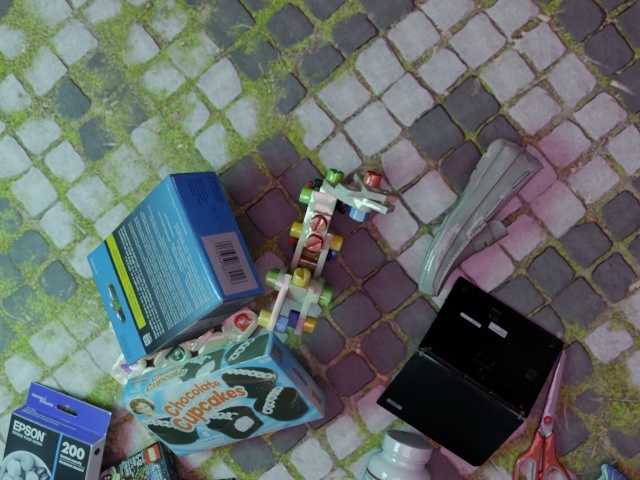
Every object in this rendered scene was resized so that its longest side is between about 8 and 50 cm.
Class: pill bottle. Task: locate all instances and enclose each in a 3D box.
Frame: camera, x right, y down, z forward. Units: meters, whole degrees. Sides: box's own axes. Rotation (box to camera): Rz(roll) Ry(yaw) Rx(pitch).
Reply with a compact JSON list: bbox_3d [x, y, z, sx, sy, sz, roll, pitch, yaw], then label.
[{"bbox_3d":[0.134,0.467,1.465,0.121,0.121,0.216,17,94,4],"label":"pill bottle"}]

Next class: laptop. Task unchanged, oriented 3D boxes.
[{"bbox_3d":[0.280,0.249,1.496,0.234,0.136,0.264,33,70,2],"label":"laptop"}]

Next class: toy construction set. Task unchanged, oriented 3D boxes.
[{"bbox_3d":[0.000,0.000,1.396,0.151,0.215,0.327,32,108,-2],"label":"toy construction set"}]

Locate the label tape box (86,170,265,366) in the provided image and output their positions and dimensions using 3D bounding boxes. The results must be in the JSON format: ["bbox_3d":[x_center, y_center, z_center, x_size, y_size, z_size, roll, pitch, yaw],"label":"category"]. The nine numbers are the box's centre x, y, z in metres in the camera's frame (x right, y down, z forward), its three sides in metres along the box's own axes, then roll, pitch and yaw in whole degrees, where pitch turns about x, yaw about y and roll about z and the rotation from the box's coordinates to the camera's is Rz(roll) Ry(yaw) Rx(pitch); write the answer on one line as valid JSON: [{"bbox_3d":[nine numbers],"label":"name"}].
[{"bbox_3d":[-0.272,0.057,1.441,0.334,0.106,0.240,-34,74,42],"label":"label tape box"}]

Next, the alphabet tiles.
[{"bbox_3d":[-0.263,0.202,1.534,0.284,0.021,0.278,39,96,2],"label":"alphabet tiles"}]

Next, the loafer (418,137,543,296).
[{"bbox_3d":[0.284,-0.030,1.431,0.111,0.112,0.319,31,95,11],"label":"loafer"}]

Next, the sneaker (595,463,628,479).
[{"bbox_3d":[0.480,0.496,1.466,0.211,0.080,0.081,-35,83,-4],"label":"sneaker"}]

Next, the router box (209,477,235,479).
[{"bbox_3d":[-0.205,0.527,1.538,0.092,0.038,0.122,-8,92,5],"label":"router box"}]

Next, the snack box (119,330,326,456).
[{"bbox_3d":[-0.175,0.283,1.425,0.322,0.060,0.187,-21,125,23],"label":"snack box"}]

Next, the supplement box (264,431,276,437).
[{"bbox_3d":[-0.101,0.325,1.516,0.055,0.043,0.083,-32,91,8],"label":"supplement box"}]

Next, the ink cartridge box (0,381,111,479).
[{"bbox_3d":[-0.513,0.401,1.527,0.206,0.045,0.208,14,94,22],"label":"ink cartridge box"}]

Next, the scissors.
[{"bbox_3d":[0.412,0.352,1.485,0.109,0.021,0.297,-2,94,7],"label":"scissors"}]

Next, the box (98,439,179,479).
[{"bbox_3d":[-0.330,0.514,1.480,0.159,0.044,0.233,-31,53,6],"label":"box"}]
